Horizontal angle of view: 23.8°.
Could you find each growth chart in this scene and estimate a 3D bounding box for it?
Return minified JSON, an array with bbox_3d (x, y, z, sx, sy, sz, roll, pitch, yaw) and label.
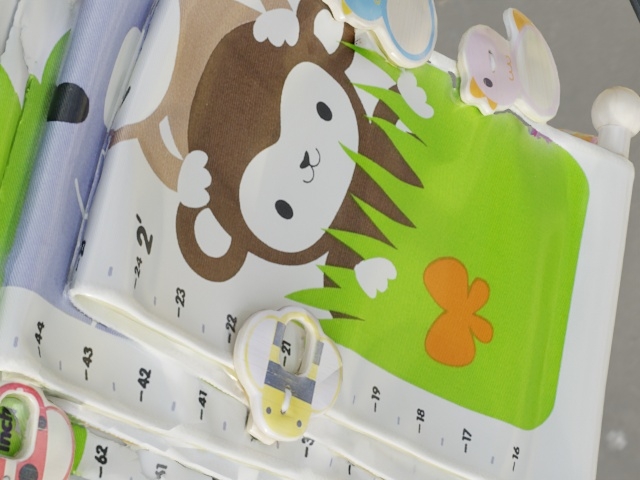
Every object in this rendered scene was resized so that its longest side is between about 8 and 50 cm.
[{"bbox_3d":[0.000,0.000,0.367,0.021,0.237,0.172,-11,70,48],"label":"growth chart"}]

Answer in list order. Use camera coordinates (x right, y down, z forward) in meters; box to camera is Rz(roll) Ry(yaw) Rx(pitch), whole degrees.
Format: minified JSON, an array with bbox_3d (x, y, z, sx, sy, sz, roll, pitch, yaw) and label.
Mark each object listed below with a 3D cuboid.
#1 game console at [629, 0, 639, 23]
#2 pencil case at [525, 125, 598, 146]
[{"bbox_3d":[0.240,-0.147,1.034,0.071,0.107,0.122,-26,90,60],"label":"game console"},{"bbox_3d":[0.119,-0.049,1.362,0.284,0.124,0.124,8,121,19],"label":"pencil case"}]
